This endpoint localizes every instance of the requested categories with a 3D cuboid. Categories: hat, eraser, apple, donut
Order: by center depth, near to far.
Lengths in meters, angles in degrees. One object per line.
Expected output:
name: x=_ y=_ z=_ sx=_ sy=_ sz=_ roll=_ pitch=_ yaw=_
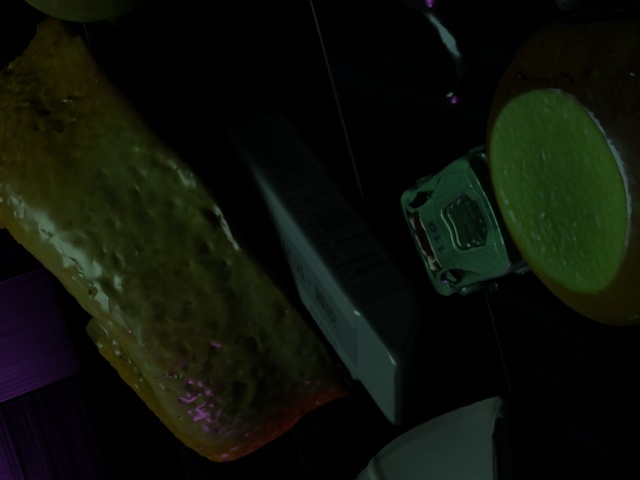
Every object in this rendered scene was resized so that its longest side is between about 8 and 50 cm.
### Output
apple: x=0.158 y=-0.033 z=0.830 sx=0.163 sy=0.146 sz=0.147 roll=8 pitch=111 yaw=54
hat: x=0.115 y=0.239 z=1.339 sx=0.164 sy=0.226 sz=0.219 roll=34 pitch=148 yaw=-20
eraser: x=0.000 y=0.000 z=1.506 sx=0.352 sy=0.061 sz=0.089 roll=54 pitch=158 yaw=39
donut: x=-0.159 y=0.023 z=1.656 sx=0.435 sy=0.163 sz=0.377 roll=55 pitch=170 yaw=-24

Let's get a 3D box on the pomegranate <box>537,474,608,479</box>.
pomegranate: x=0.171 y=0.229 z=1.124 sx=0.205 sy=0.159 sz=0.159 roll=19 pitch=132 yaw=39

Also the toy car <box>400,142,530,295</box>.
toy car: x=0.092 y=-0.005 z=1.223 sx=0.093 sy=0.058 sz=0.186 roll=67 pitch=163 yaw=2

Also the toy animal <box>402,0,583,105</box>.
toy animal: x=0.056 y=-0.187 z=0.963 sx=0.232 sy=0.148 sz=0.084 roll=69 pitch=164 yaw=1

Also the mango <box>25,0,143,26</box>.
mango: x=-0.230 y=-0.368 z=1.561 sx=0.225 sy=0.201 sz=0.382 roll=2 pitch=-108 yaw=-80
